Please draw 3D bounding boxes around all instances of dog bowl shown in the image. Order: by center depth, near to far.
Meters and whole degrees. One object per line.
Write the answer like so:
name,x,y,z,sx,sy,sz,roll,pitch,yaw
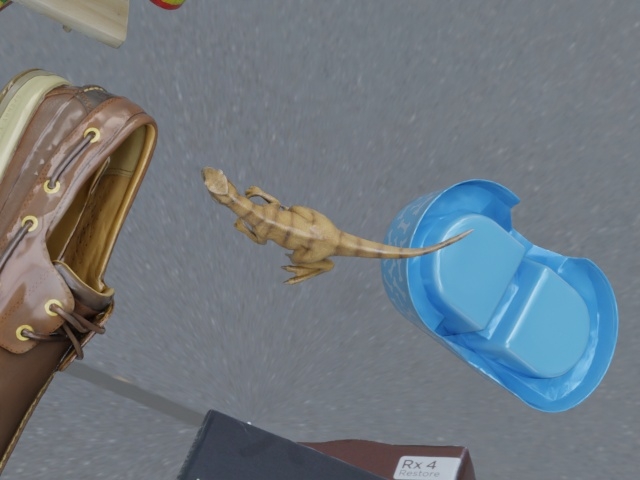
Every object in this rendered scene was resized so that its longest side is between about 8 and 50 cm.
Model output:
dog bowl,0.180,0.056,1.529,0.297,0.074,0.166,37,74,-30

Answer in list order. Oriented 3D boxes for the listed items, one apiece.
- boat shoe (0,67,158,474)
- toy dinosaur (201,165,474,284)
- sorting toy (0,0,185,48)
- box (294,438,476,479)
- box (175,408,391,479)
boat shoe,-0.112,0.021,0.572,0.060,0.064,0.178,13,78,20
toy dinosaur,0.000,0.000,1.183,0.212,0.112,0.064,15,78,-9
sorting toy,-0.229,-0.222,1.198,0.274,0.046,0.132,23,44,-28
box,0.027,0.270,1.050,0.168,0.167,0.203,-2,126,24
box,-0.036,0.223,0.585,0.143,0.270,0.165,21,121,1
